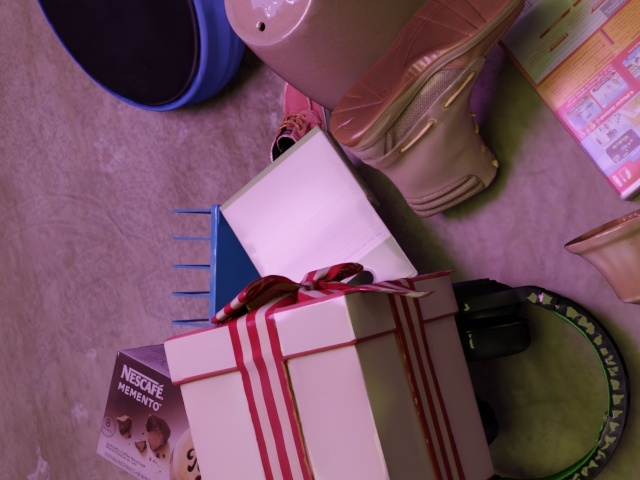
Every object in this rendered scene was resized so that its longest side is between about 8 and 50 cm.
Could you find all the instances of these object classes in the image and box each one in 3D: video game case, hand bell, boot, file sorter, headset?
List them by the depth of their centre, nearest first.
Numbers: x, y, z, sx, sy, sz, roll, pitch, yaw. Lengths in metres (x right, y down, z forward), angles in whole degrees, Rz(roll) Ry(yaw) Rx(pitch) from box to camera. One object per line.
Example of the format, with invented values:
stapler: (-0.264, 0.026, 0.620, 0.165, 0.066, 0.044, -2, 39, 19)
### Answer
hand bell: (0.367, 0.089, 1.010, 0.126, 0.126, 0.242, -27, 87, 32)
video game case: (0.333, -0.217, 1.069, 0.204, 0.025, 0.285, -43, 66, 26)
boot: (0.160, -0.160, 1.099, 0.262, 0.203, 0.095, -46, 43, 4)
headset: (0.166, 0.150, 1.141, 0.394, 0.185, 0.244, 20, 96, 18)
file sorter: (-0.142, 0.037, 1.346, 0.104, 0.118, 0.171, 1, 90, 38)

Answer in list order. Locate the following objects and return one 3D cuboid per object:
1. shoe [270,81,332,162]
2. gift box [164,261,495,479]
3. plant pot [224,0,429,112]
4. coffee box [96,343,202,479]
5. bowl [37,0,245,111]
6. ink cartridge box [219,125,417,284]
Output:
shoe: (-0.029, -0.150, 1.290, 0.063, 0.081, 0.178, -20, 78, 33)
gift box: (0.033, 0.150, 0.978, 0.276, 0.255, 0.258, -18, 84, 27)
plant pot: (0.022, -0.272, 1.139, 0.256, 0.274, 0.257, -1, 88, 35)
coffee box: (-0.166, 0.276, 1.357, 0.297, 0.118, 0.168, 21, 102, 34)
bowl: (-0.276, -0.359, 1.347, 0.391, 0.077, 0.391, 27, 139, 27)
ink cartridge box: (0.000, 0.000, 1.179, 0.171, 0.056, 0.235, -38, 68, 13)
